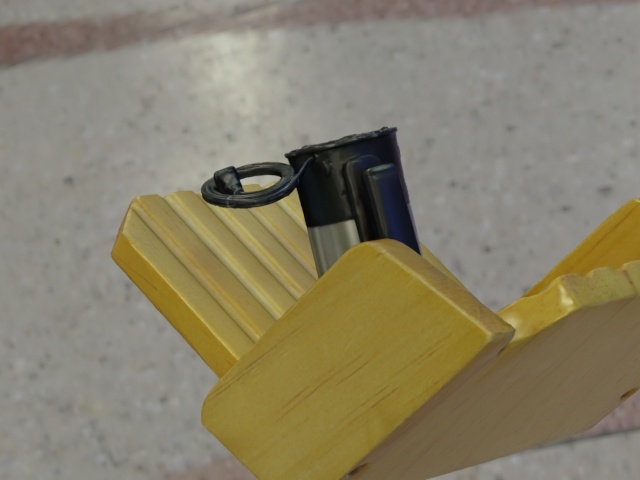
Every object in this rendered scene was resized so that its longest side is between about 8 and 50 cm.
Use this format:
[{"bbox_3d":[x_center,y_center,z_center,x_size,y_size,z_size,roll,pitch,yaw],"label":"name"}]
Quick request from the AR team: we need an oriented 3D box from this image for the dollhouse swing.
[{"bbox_3d":[0.074,0.002,1.431,0.346,0.315,0.305,-8,60,-46],"label":"dollhouse swing"}]

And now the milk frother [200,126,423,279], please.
[{"bbox_3d":[0.000,0.000,1.368,0.143,0.135,0.129,-13,3,2],"label":"milk frother"}]
